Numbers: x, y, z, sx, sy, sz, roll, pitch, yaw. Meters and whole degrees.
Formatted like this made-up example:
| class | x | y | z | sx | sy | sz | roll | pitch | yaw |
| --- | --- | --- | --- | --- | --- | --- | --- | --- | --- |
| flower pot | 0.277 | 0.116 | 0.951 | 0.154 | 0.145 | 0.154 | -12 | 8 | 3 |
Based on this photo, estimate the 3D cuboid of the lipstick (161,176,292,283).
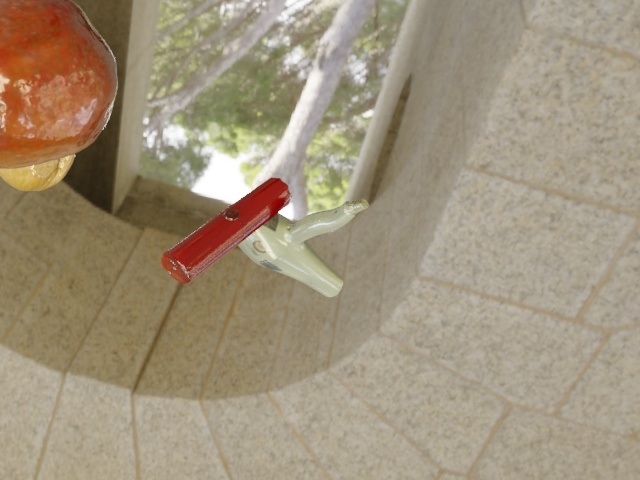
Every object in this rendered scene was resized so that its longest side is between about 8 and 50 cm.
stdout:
| class | x | y | z | sx | sy | sz | roll | pitch | yaw |
| --- | --- | --- | --- | --- | --- | --- | --- | --- | --- |
| lipstick | -0.168 | -0.022 | 1.433 | 0.073 | 0.073 | 0.280 | 35 | -126 | 21 |

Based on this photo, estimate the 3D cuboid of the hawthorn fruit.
| class | x | y | z | sx | sy | sz | roll | pitch | yaw |
| --- | --- | --- | --- | --- | --- | --- | --- | --- | --- |
| hawthorn fruit | -0.366 | -0.174 | 0.899 | 0.211 | 0.210 | 0.262 | 27 | -142 | 13 |

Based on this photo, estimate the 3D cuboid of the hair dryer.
| class | x | y | z | sx | sy | sz | roll | pitch | yaw |
| --- | --- | --- | --- | --- | --- | --- | --- | --- | --- |
| hair dryer | -0.004 | 0.022 | 1.581 | 0.298 | 0.296 | 0.119 | -4 | -125 | 23 |

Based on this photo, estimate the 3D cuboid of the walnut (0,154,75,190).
| class | x | y | z | sx | sy | sz | roll | pitch | yaw |
| --- | --- | --- | --- | --- | --- | --- | --- | --- | --- |
| walnut | -0.513 | -0.186 | 1.393 | 0.159 | 0.206 | 0.159 | 10 | -162 | -3 |
